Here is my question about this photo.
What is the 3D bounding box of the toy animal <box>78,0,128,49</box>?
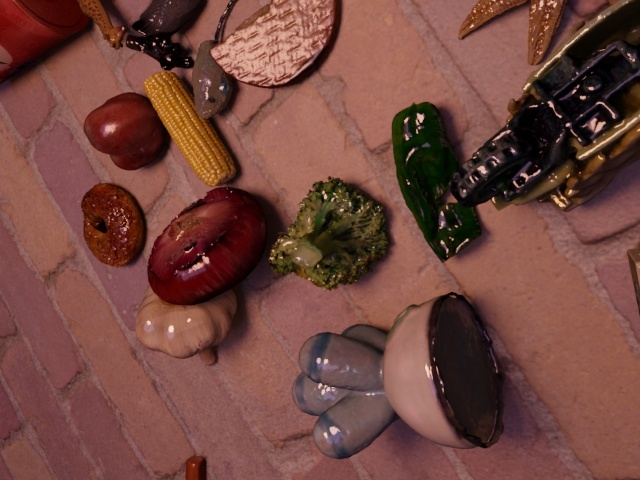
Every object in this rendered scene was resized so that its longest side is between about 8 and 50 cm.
[{"bbox_3d":[-0.443,-0.495,1.060,0.149,0.054,0.275,-11,79,24],"label":"toy animal"}]

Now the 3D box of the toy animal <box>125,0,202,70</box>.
[{"bbox_3d":[-0.287,-0.434,0.989,0.121,0.117,0.210,37,116,23],"label":"toy animal"}]

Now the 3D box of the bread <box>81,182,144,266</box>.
[{"bbox_3d":[-0.468,-0.033,1.191,0.193,0.064,0.193,7,104,29],"label":"bread"}]

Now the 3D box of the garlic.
[{"bbox_3d":[-0.264,0.185,1.085,0.199,0.199,0.226,14,132,24],"label":"garlic"}]

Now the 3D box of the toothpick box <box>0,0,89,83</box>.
[{"bbox_3d":[-0.677,-0.464,1.131,0.333,0.204,0.204,-16,93,30],"label":"toothpick box"}]

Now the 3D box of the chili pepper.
[{"bbox_3d":[0.174,-0.092,0.845,0.099,0.083,0.253,-19,95,19],"label":"chili pepper"}]

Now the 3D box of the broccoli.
[{"bbox_3d":[0.000,0.000,0.886,0.219,0.194,0.194,-24,89,23],"label":"broccoli"}]

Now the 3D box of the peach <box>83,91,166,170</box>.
[{"bbox_3d":[-0.379,-0.220,1.069,0.152,0.152,0.152,6,103,26],"label":"peach"}]

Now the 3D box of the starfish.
[{"bbox_3d":[0.316,-0.366,0.739,0.277,0.062,0.236,-43,85,23],"label":"starfish"}]

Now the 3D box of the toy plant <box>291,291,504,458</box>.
[{"bbox_3d":[0.096,0.230,0.871,0.332,0.247,0.247,-20,91,33],"label":"toy plant"}]

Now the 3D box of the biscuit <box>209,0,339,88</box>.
[{"bbox_3d":[-0.081,-0.352,0.923,0.228,0.031,0.176,3,104,11],"label":"biscuit"}]

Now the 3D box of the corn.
[{"bbox_3d":[-0.248,-0.212,1.031,0.081,0.081,0.248,-35,84,28],"label":"corn"}]

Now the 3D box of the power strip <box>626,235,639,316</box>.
[{"bbox_3d":[0.473,0.171,0.728,0.043,0.106,0.367,-12,94,25],"label":"power strip"}]

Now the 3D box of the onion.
[{"bbox_3d":[-0.201,0.015,0.983,0.248,0.248,0.161,-36,108,28],"label":"onion"}]

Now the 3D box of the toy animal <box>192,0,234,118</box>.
[{"bbox_3d":[-0.183,-0.348,0.990,0.079,0.070,0.253,16,96,-13],"label":"toy animal"}]

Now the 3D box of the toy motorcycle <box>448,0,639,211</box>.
[{"bbox_3d":[0.348,-0.172,0.655,0.410,0.237,0.169,-40,66,30],"label":"toy motorcycle"}]

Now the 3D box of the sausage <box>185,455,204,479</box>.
[{"bbox_3d":[-0.287,0.557,1.228,0.039,0.041,0.131,9,104,20],"label":"sausage"}]
